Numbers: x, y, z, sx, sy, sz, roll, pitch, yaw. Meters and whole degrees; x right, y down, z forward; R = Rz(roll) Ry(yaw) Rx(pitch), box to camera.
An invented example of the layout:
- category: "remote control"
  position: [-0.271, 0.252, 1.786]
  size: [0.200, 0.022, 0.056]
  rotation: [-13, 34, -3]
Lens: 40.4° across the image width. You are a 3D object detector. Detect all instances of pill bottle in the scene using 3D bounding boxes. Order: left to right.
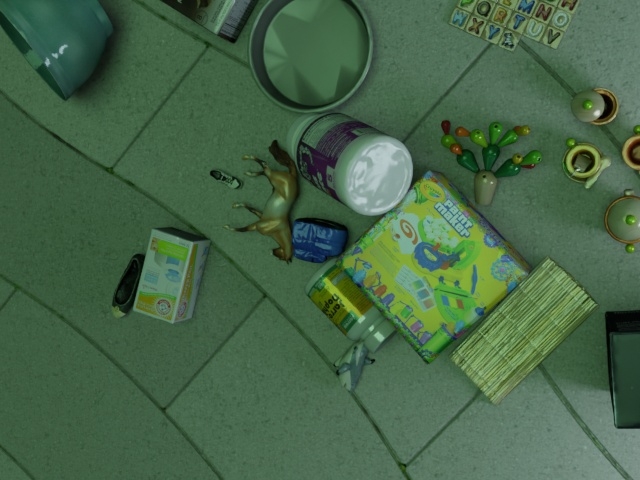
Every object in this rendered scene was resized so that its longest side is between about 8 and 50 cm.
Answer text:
- category: "pill bottle"
  position: [0.047, -0.173, 1.821]
  size: [0.301, 0.169, 0.169]
  rotation: [37, 107, 55]
- category: "pill bottle"
  position: [0.073, 0.146, 1.915]
  size: [0.208, 0.117, 0.117]
  rotation: [46, 104, 13]

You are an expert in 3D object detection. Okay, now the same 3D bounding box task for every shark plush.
- category: "shark plush"
  position: [0.092, 0.262, 1.972]
  size: [0.067, 0.073, 0.161]
  rotation: [38, 82, -8]

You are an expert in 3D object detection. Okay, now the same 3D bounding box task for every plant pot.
- category: "plant pot"
  position: [-0.611, -0.502, 2.027]
  size: [0.196, 0.293, 0.293]
  rotation: [-40, 81, -12]

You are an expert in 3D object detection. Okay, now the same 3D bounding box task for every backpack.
- category: "backpack"
  position: [0.000, 0.000, 1.948]
  size: [0.120, 0.098, 0.101]
  rotation: [7, 100, 4]

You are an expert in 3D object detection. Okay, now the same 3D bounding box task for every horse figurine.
- category: "horse figurine"
  position: [-0.115, -0.094, 1.991]
  size: [0.174, 0.066, 0.263]
  rotation: [20, 99, 16]

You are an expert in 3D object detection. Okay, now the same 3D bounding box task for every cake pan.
- category: "cake pan"
  position: [-0.019, -0.429, 1.950]
  size: [0.293, 0.054, 0.293]
  rotation: [1, 93, 17]

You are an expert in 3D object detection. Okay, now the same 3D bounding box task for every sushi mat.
- category: "sushi mat"
  position: [0.433, 0.194, 1.867]
  size: [0.151, 0.019, 0.316]
  rotation: [45, 104, 11]

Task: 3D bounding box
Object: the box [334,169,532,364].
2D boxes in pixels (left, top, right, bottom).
- category: "box"
  position: [0.242, 0.052, 1.834]
  size: [0.279, 0.177, 0.290]
  rotation: [-44, 80, 14]

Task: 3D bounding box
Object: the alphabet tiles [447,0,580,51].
- category: "alphabet tiles"
  position: [0.416, -0.504, 1.838]
  size: [0.237, 0.009, 0.198]
  rotation: [28, 100, 14]

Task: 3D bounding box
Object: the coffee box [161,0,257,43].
- category: "coffee box"
  position: [-0.208, -0.621, 1.961]
  size: [0.168, 0.119, 0.297]
  rotation: [34, 102, 11]

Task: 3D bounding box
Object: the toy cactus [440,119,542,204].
- category: "toy cactus"
  position: [0.354, -0.168, 1.843]
  size: [0.219, 0.112, 0.181]
  rotation: [11, 115, 13]

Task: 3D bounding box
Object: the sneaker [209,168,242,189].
- category: "sneaker"
  position: [-0.224, -0.142, 2.036]
  size: [0.083, 0.037, 0.032]
  rotation: [24, 98, 13]

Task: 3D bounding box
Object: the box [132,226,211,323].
- category: "box"
  position: [-0.350, 0.082, 2.051]
  size: [0.114, 0.103, 0.203]
  rotation: [18, 98, 16]

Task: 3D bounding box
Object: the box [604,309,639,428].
- category: "box"
  position: [0.719, 0.230, 1.631]
  size: [0.343, 0.312, 0.179]
  rotation: [-4, 92, 17]

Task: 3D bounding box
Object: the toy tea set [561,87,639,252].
- category: "toy tea set"
  position: [0.599, -0.147, 1.742]
  size: [0.200, 0.124, 0.336]
  rotation: [-40, 82, 15]

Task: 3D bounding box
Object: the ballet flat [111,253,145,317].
- category: "ballet flat"
  position: [-0.473, 0.110, 2.118]
  size: [0.057, 0.049, 0.173]
  rotation: [25, 100, 15]
